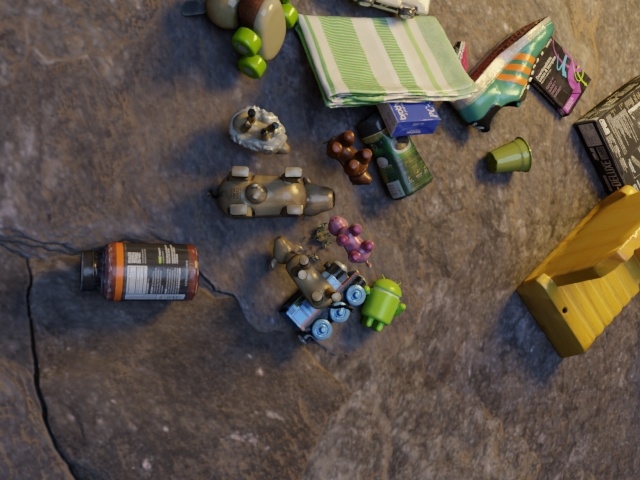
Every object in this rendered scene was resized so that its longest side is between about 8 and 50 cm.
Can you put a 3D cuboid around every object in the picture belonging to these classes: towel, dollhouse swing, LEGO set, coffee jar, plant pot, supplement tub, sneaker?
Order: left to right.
[{"bbox_3d":[-0.322,0.055,1.142,0.197,0.106,0.106,3,90,-21],"label":"supplement tub"},{"bbox_3d":[-0.003,0.000,1.315,0.054,0.023,0.083,38,91,-16],"label":"LEGO set"},{"bbox_3d":[0.129,-0.367,1.282,0.324,0.038,0.248,-8,59,-20],"label":"towel"},{"bbox_3d":[0.153,-0.183,1.337,0.096,0.079,0.184,-33,103,-26],"label":"coffee jar"},{"bbox_3d":[0.271,-0.368,1.389,0.170,0.074,0.063,-69,151,-27],"label":"sneaker"},{"bbox_3d":[0.421,-0.185,1.451,0.079,0.083,0.083,-15,97,-9],"label":"plant pot"},{"bbox_3d":[0.420,-0.366,1.432,0.302,0.108,0.121,-44,107,-7],"label":"sneaker"},{"bbox_3d":[0.684,0.071,1.436,0.347,0.305,0.315,-41,105,-17],"label":"dollhouse swing"}]

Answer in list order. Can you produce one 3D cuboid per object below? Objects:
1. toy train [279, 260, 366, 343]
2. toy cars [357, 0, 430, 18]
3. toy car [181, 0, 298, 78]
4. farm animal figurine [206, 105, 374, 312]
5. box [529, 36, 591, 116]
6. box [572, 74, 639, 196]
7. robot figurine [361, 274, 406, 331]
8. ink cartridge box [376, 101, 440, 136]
[{"bbox_3d":[0.009,0.120,1.290,0.184,0.080,0.105,-44,100,-15],"label":"toy train"},{"bbox_3d":[0.214,-0.577,1.354,0.393,0.087,0.176,-34,105,-14],"label":"toy cars"},{"bbox_3d":[-0.161,-0.426,1.206,0.188,0.149,0.155,27,76,9],"label":"toy car"},{"bbox_3d":[-0.052,-0.055,1.221,0.326,0.172,0.330,17,84,-7],"label":"farm animal figurine"},{"bbox_3d":[0.558,-0.389,1.522,0.162,0.029,0.116,37,78,-17],"label":"box"},{"bbox_3d":[0.794,-0.224,1.593,0.242,0.076,0.307,-36,104,-17],"label":"box"},{"bbox_3d":[0.127,0.131,1.341,0.101,0.067,0.115,25,82,-8],"label":"robot figurine"},{"bbox_3d":[0.156,-0.303,1.298,0.097,0.046,0.207,-7,60,-21],"label":"ink cartridge box"}]
